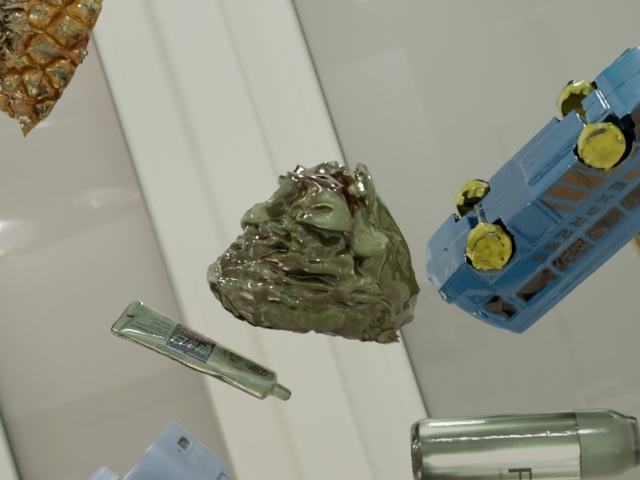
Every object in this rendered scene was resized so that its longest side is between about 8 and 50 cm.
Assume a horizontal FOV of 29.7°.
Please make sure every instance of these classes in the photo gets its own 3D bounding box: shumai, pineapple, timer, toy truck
[{"bbox_3d":[0.000,0.002,1.427,0.255,0.218,0.189,7,22,-11],"label":"shumai"},{"bbox_3d":[-0.391,-0.294,1.650,0.164,0.250,0.140,36,-19,-26],"label":"pineapple"},{"bbox_3d":[-0.311,0.445,1.881,0.395,0.173,0.395,-51,0,0],"label":"timer"},{"bbox_3d":[0.302,-0.053,1.486,0.385,0.162,0.161,-44,22,20],"label":"toy truck"}]

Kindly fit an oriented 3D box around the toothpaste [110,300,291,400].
[{"bbox_3d":[-0.141,0.140,1.474,0.060,0.233,0.038,-61,-5,-41],"label":"toothpaste"}]

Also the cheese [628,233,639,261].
[{"bbox_3d":[0.550,0.078,1.628,0.351,0.328,0.129,14,24,13],"label":"cheese"}]

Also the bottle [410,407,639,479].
[{"bbox_3d":[0.229,0.235,1.360,0.253,0.079,0.096,-5,-24,6],"label":"bottle"}]
